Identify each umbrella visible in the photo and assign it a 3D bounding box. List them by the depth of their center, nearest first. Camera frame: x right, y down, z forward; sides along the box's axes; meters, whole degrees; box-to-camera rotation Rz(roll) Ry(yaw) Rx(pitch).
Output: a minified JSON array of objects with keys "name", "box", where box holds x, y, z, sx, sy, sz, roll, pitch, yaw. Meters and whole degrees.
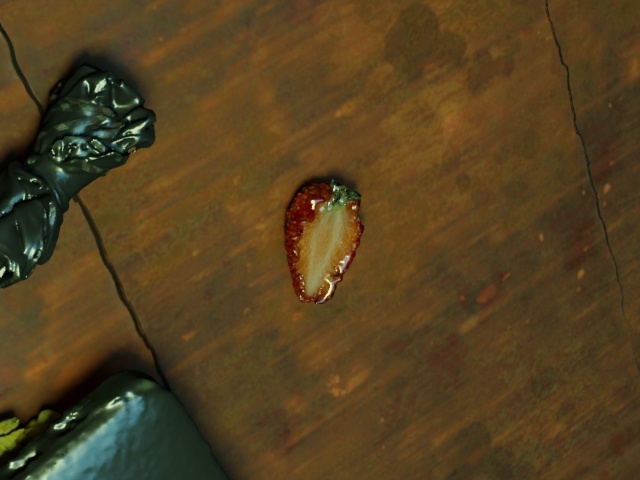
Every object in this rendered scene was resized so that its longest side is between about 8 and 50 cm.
[{"name":"umbrella","box":[-0.275,-0.046,1.527,0.272,0.122,0.110,-55,146,-18]}]

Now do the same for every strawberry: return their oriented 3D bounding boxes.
[{"name":"strawberry","box":[-0.002,-0.002,1.752,0.104,0.048,0.152,0,116,-39]}]

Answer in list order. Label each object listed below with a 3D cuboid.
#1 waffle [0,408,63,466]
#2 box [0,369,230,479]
[{"name":"waffle","box":[-0.323,0.298,1.628,0.254,0.052,0.245,-16,114,-27]},{"name":"box","box":[-0.231,0.352,1.623,0.350,0.091,0.359,-40,125,-16]}]
